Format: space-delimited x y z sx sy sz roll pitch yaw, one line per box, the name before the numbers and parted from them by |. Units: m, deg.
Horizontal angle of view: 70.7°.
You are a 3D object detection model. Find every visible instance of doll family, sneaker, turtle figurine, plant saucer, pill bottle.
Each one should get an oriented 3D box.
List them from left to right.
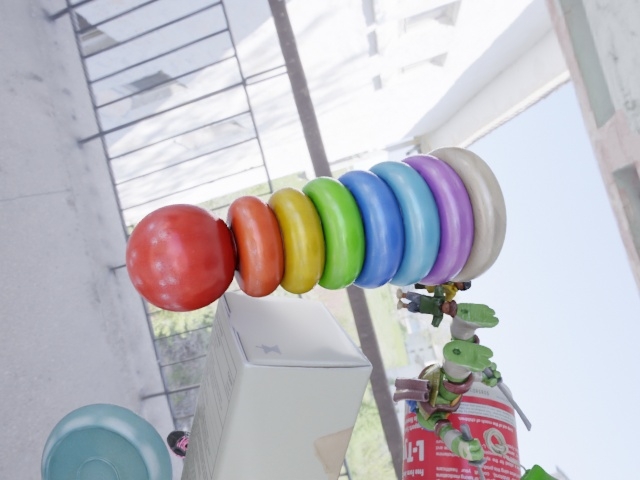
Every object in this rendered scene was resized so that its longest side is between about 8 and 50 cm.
plant saucer | -0.494 0.531 1.021 0.043 0.317 0.318 -30 104 -83
sneaker | -0.223 0.358 0.781 0.047 0.119 0.057 -53 148 -34
doll family | 0.181 0.031 0.684 0.076 0.111 0.193 -22 113 -54
pill bottle | 0.274 0.486 0.878 0.229 0.228 0.408 63 29 -50
turtle figurine | 0.265 0.254 0.744 0.274 0.197 0.267 39 -37 43

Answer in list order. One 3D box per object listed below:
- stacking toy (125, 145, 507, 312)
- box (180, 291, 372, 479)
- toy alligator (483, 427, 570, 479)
stacking toy | 0.000 0.000 0.414 0.141 0.330 0.141 169 -90 -69
box | -0.066 0.224 0.464 0.148 0.121 0.311 -135 -123 -62
toy alligator | 0.252 0.273 0.467 0.190 0.056 0.051 47 -25 16
